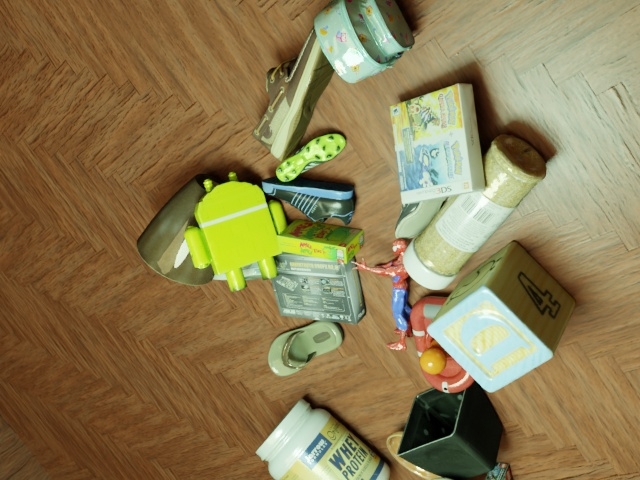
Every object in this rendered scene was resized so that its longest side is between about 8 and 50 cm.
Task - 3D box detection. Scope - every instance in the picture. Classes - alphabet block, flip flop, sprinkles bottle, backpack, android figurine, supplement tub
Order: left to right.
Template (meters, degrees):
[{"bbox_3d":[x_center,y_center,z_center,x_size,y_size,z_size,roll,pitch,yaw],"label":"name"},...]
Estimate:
[{"bbox_3d":[-0.197,-0.025,1.783,0.272,0.248,0.056,70,161,-4],"label":"android figurine"},{"bbox_3d":[-0.051,0.289,1.975,0.277,0.080,0.112,-30,98,41],"label":"flip flop"},{"bbox_3d":[0.004,0.601,2.030,0.316,0.228,0.228,40,131,5],"label":"supplement tub"},{"bbox_3d":[0.080,-0.389,1.411,0.144,0.188,0.165,-18,106,39],"label":"backpack"},{"bbox_3d":[0.303,-0.049,1.518,0.121,0.121,0.355,40,131,6],"label":"sprinkles bottle"},{"bbox_3d":[0.373,0.156,1.546,0.193,0.197,0.192,47,131,0],"label":"alphabet block"}]

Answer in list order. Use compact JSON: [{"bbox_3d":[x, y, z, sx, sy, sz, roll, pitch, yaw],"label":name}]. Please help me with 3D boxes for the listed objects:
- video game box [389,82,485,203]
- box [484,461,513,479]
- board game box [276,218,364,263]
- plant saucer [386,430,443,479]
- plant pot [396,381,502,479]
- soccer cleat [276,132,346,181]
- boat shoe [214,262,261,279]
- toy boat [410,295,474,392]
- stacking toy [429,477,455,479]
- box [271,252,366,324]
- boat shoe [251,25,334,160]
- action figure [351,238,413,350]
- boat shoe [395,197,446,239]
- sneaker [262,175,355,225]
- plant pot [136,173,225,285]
[{"bbox_3d":[0.224,-0.182,1.462,0.187,0.048,0.205,-9,88,49],"label":"video game box"},{"bbox_3d":[0.442,0.687,1.846,0.044,0.159,0.233,-2,116,35],"label":"box"},{"bbox_3d":[0.000,0.000,1.760,0.181,0.092,0.043,10,122,28],"label":"board game box"},{"bbox_3d":[0.265,0.550,1.929,0.200,0.037,0.200,25,146,18],"label":"plant saucer"},{"bbox_3d":[0.323,0.459,1.783,0.167,0.187,0.188,42,133,-13],"label":"plant pot"},{"bbox_3d":[-0.022,-0.191,1.684,0.179,0.072,0.060,-28,103,19],"label":"soccer cleat"},{"bbox_3d":[-0.209,0.062,1.947,0.228,0.079,0.081,-11,77,52],"label":"boat shoe"},{"bbox_3d":[0.271,0.248,1.696,0.151,0.151,0.231,1,117,33],"label":"toy boat"},{"bbox_3d":[0.299,0.657,1.856,0.141,0.141,0.330,29,169,15],"label":"stacking toy"},{"bbox_3d":[-0.013,0.107,1.858,0.231,0.056,0.183,2,117,32],"label":"box"},{"bbox_3d":[-0.065,-0.325,1.593,0.123,0.123,0.342,35,137,8],"label":"boat shoe"},{"bbox_3d":[0.148,0.113,1.732,0.139,0.091,0.280,11,123,17],"label":"action figure"},{"bbox_3d":[0.214,-0.082,1.610,0.206,0.075,0.064,119,145,-45],"label":"boat shoe"},{"bbox_3d":[-0.031,-0.091,1.733,0.232,0.081,0.090,11,115,26],"label":"sneaker"},{"bbox_3d":[-0.313,-0.043,1.882,0.215,0.215,0.230,36,113,9],"label":"plant pot"}]
